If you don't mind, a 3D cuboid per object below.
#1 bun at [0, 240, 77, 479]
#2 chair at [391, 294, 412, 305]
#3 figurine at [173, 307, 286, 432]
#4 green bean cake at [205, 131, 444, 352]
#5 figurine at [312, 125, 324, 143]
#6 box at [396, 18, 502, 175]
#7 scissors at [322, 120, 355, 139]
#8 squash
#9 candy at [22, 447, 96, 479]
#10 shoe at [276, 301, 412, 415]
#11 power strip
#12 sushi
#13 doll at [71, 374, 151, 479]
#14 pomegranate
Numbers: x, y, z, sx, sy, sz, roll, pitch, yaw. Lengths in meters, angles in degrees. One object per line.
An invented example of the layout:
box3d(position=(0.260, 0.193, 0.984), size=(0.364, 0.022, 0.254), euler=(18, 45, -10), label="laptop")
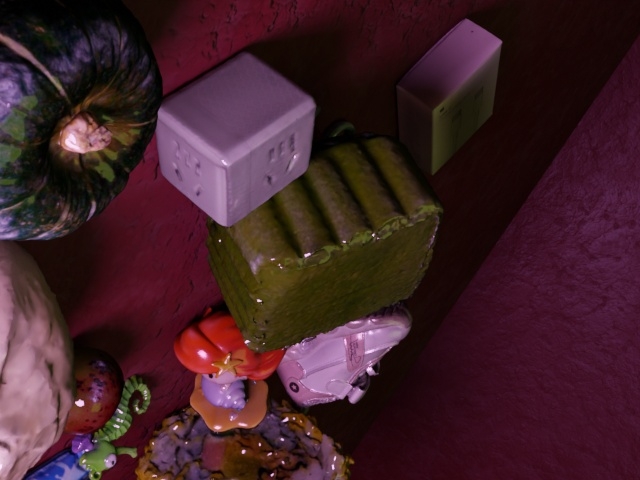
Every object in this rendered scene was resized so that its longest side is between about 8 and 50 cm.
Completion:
box3d(position=(-0.396, 0.162, 0.793), size=(0.364, 0.202, 0.364), euler=(-31, 139, -32), label="bun")
box3d(position=(0.067, 0.097, 1.649), size=(0.106, 0.229, 0.113), euler=(-24, 143, -49), label="chair")
box3d(position=(-0.163, 0.217, 1.485), size=(0.208, 0.181, 0.257), euler=(-3, 141, -9), label="figurine")
box3d(position=(0.000, 0.000, 1.249), size=(0.319, 0.218, 0.335), euler=(-18, 154, -20), label="green bean cake")
box3d(position=(-0.052, -0.123, 1.273), size=(0.098, 0.082, 0.154), euler=(-27, 151, -22), label="figurine")
box3d(position=(0.252, -0.280, 1.589), size=(0.203, 0.106, 0.251), euler=(-44, 157, -14), label="box")
box3d(position=(0.052, -0.104, 1.563), size=(0.256, 0.029, 0.383), euler=(-58, 156, 16), label="scissors")
box3d(position=(-0.259, -0.121, 0.724), size=(0.252, 0.165, 0.252), euler=(-45, 159, -22), label="squash")
box3d(position=(-0.475, 0.433, 1.309), size=(0.331, 0.077, 0.187), euler=(-27, 150, -51), label="candy")
box3d(position=(0.052, 0.242, 1.698), size=(0.351, 0.198, 0.172), euler=(-19, -173, 30), label="shoe")
box3d(position=(-0.090, -0.149, 1.056), size=(0.224, 0.139, 0.140), euler=(-39, 155, -28), label="power strip")
box3d(position=(-0.143, 0.476, 1.622), size=(0.351, 0.396, 0.240), euler=(-43, 155, -35), label="sushi")
box3d(position=(-0.344, 0.314, 1.348), size=(0.115, 0.050, 0.190), euler=(51, 48, -39), label="doll")
box3d(position=(-0.350, 0.206, 1.135), size=(0.129, 0.129, 0.159), euler=(-46, 149, -15), label="pomegranate")
